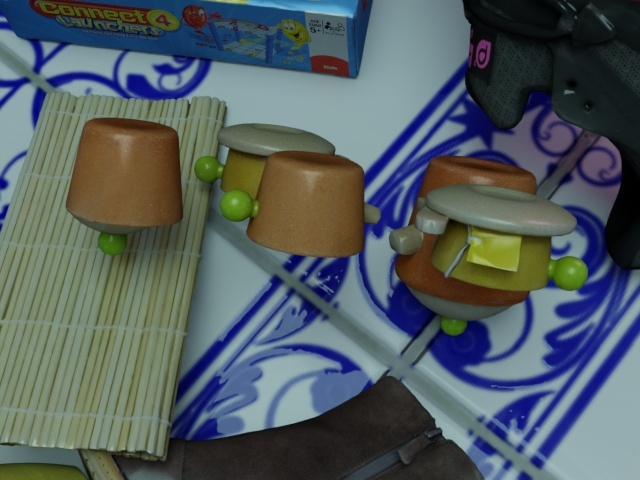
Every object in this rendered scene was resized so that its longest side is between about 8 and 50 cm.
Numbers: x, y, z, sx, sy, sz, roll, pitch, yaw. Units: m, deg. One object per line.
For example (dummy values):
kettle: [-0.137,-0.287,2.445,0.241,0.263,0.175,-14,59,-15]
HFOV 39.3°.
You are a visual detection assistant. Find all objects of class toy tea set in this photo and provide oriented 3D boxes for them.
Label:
toy tea set: [0.000,0.000,0.597,0.336,0.200,0.124,11,105,13]

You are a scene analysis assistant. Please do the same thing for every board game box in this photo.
board game box: [-0.091,-0.308,0.771,0.302,0.086,0.308,8,69,7]

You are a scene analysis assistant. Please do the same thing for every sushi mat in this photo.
sushi mat: [-0.160,0.005,0.643,0.151,0.019,0.316,0,53,5]

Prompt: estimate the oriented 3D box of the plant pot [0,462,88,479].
plant pot: [-0.187,0.196,0.569,0.095,0.134,0.134,-21,67,-29]

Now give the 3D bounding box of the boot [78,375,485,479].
boot: [-0.032,0.154,0.606,0.207,0.090,0.248,-34,65,-24]

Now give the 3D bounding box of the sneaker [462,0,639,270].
sneaker: [0.162,-0.179,0.569,0.202,0.185,0.483,-27,101,19]
